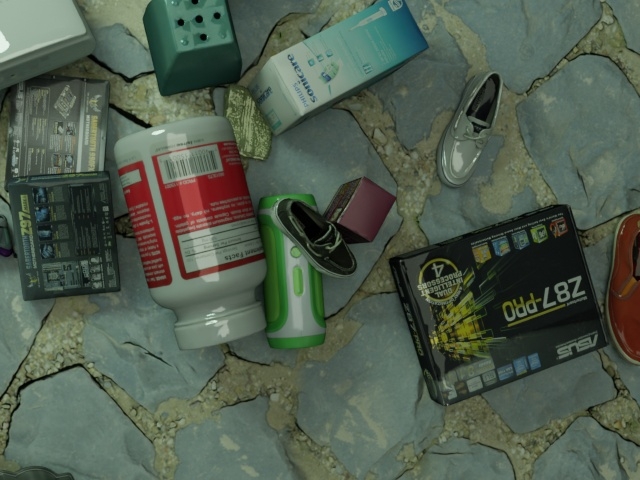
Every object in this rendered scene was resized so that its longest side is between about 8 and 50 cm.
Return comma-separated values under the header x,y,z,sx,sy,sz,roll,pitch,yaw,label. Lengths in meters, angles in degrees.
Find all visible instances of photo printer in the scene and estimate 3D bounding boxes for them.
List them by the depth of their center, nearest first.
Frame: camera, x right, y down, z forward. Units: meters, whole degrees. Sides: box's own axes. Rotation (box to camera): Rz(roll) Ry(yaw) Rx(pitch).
x,y,z,sx,sy,sz,roll,pitch,yaw,label
-0.588,-0.442,1.624,0.256,0.107,0.307,-24,80,-15,photo printer

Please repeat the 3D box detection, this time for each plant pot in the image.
x,y,z,sx,sy,sz,roll,pitch,yaw,label
-0.238,-0.388,1.681,0.165,0.234,0.165,-13,91,-11,plant pot

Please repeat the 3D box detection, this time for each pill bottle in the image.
x,y,z,sx,sy,sz,roll,pitch,yaw,label
-0.231,-0.012,1.676,0.229,0.229,0.408,-14,92,-11,pill bottle

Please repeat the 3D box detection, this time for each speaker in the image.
x,y,z,sx,sy,sz,roll,pitch,yaw,label
-0.057,0.060,1.761,0.131,0.131,0.296,-4,89,-11,speaker

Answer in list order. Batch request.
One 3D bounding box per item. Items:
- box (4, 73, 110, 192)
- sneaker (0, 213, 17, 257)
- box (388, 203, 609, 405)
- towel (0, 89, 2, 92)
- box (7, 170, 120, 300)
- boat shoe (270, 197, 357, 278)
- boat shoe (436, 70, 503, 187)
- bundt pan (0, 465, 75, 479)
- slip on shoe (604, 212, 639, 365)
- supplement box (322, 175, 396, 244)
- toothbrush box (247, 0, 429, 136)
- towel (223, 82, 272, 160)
x,y,z,sx,sy,sz,roll,pitch,yaw,label
-0.503,-0.201,1.714,0.183,0.056,0.231,3,88,-12,box
-0.685,0.028,1.661,0.223,0.083,0.098,-20,97,-12,sneaker
0.373,0.129,1.863,0.395,0.097,0.318,-17,95,-12,box
-0.724,-0.281,1.635,0.248,0.038,0.325,23,72,-2,towel
-0.479,-0.009,1.680,0.183,0.059,0.233,-6,108,-12,box
0.000,0.000,1.683,0.219,0.070,0.078,40,66,-26,boat shoe
0.314,-0.236,1.864,0.095,0.084,0.258,16,85,-11,boat shoe
-0.529,0.587,1.612,0.331,0.124,0.331,-3,96,-29,bundt pan
0.690,0.106,1.925,0.123,0.101,0.331,3,90,-13,slip on shoe
0.069,-0.056,1.758,0.081,0.188,0.104,31,83,-10,supplement box
0.028,-0.337,1.729,0.295,0.216,0.126,-30,94,-17,toothbrush box
-0.146,-0.239,1.801,0.110,0.027,0.148,7,87,-12,towel
